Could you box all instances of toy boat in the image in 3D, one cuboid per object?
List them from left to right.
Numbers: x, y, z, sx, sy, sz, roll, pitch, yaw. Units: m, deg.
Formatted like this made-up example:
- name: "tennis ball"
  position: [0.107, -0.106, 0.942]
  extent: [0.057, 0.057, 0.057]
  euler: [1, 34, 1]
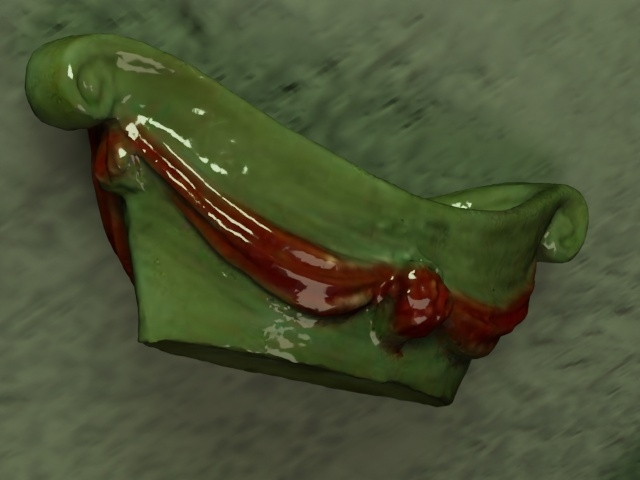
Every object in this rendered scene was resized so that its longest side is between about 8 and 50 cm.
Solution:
- name: "toy boat"
  position: [0.000, 0.001, 0.473]
  extent: [0.185, 0.071, 0.089]
  euler: [15, 170, -40]
